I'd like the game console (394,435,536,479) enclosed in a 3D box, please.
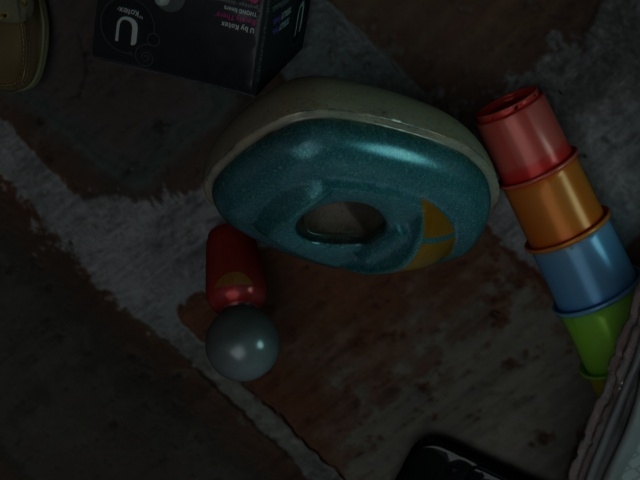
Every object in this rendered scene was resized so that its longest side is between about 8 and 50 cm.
[{"bbox_3d":[0.168,0.373,1.251,0.293,0.173,0.250,25,116,2],"label":"game console"}]

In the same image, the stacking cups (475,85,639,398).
[{"bbox_3d":[0.222,0.022,1.130,0.096,0.096,0.316,-25,105,22],"label":"stacking cups"}]

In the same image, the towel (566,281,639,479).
[{"bbox_3d":[0.373,0.170,1.114,0.317,0.053,0.331,4,118,-18],"label":"towel"}]

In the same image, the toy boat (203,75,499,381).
[{"bbox_3d":[0.000,0.000,1.113,0.268,0.148,0.318,14,144,-34],"label":"toy boat"}]

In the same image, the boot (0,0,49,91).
[{"bbox_3d":[-0.303,-0.215,1.118,0.077,0.165,0.213,3,112,14],"label":"boot"}]

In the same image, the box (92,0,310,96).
[{"bbox_3d":[-0.076,-0.274,1.037,0.143,0.165,0.270,14,114,8],"label":"box"}]
